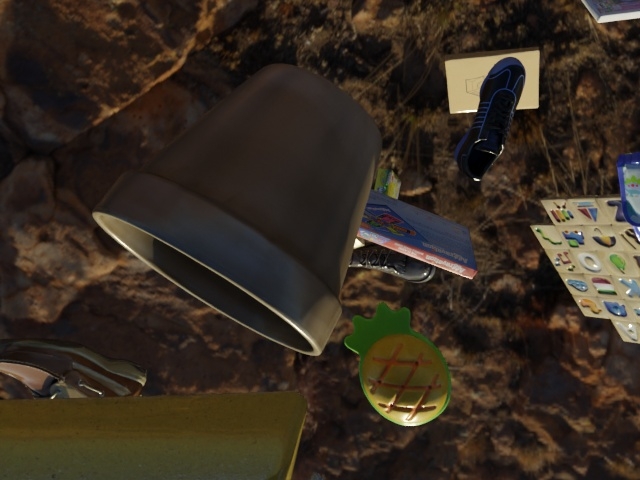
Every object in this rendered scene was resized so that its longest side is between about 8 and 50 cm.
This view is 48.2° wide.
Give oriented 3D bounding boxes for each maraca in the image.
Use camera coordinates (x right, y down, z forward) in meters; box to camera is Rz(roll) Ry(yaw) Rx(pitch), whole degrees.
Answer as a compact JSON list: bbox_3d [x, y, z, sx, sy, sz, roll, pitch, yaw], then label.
[{"bbox_3d":[0.112,0.180,1.036,0.127,0.099,0.185,-29,91,7],"label":"maraca"}]

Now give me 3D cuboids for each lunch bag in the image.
[{"bbox_3d":[0.432,-0.052,0.839,0.129,0.096,0.151,1,145,41],"label":"lunch bag"}]

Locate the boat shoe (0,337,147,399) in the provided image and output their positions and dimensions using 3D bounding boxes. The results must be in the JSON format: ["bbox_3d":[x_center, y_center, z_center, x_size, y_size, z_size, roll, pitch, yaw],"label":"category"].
[{"bbox_3d":[-0.442,0.254,1.271,0.123,0.119,0.324,-13,152,34],"label":"boat shoe"}]

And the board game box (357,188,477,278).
[{"bbox_3d":[0.164,-0.024,1.372,0.281,0.145,0.027,21,123,-11],"label":"board game box"}]

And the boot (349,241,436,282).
[{"bbox_3d":[0.107,0.046,1.643,0.229,0.091,0.263,2,-177,-38],"label":"boot"}]

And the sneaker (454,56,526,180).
[{"bbox_3d":[0.323,-0.219,1.327,0.081,0.090,0.232,13,118,-13],"label":"sneaker"}]

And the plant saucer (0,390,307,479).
[{"bbox_3d":[-0.187,0.304,0.693,0.333,0.081,0.332,2,117,-18],"label":"plant saucer"}]

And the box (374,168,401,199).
[{"bbox_3d":[0.176,-0.129,1.924,0.043,0.179,0.105,11,86,14],"label":"box"}]

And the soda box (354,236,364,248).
[{"bbox_3d":[0.000,0.000,1.498,0.181,0.058,0.061,-19,145,29],"label":"soda box"}]

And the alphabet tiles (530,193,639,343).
[{"bbox_3d":[0.514,0.058,1.203,0.342,0.011,0.285,53,156,-20],"label":"alphabet tiles"}]

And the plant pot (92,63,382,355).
[{"bbox_3d":[-0.071,-0.055,0.905,0.323,0.280,0.323,29,164,9],"label":"plant pot"}]

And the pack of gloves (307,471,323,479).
[{"bbox_3d":[0.005,0.316,0.639,0.046,0.195,0.232,-20,167,2],"label":"pack of gloves"}]

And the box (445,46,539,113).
[{"bbox_3d":[0.387,-0.358,1.611,0.201,0.021,0.164,-1,143,15],"label":"box"}]

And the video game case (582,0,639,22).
[{"bbox_3d":[0.300,-0.279,0.756,0.087,0.122,0.011,-12,150,-17],"label":"video game case"}]
